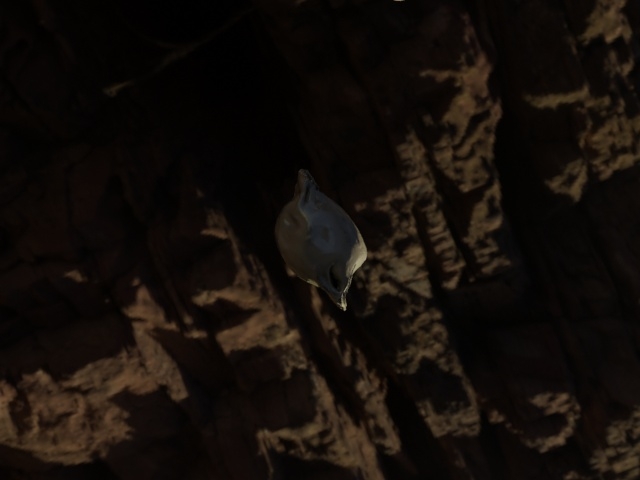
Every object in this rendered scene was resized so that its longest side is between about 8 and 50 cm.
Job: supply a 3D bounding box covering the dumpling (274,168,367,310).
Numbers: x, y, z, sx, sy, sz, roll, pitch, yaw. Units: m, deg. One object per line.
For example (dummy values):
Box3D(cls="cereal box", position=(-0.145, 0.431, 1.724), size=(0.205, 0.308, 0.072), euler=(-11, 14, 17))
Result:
Box3D(cls="dumpling", position=(0.000, 0.000, 1.119), size=(0.136, 0.119, 0.199), euler=(-24, 101, -89))
